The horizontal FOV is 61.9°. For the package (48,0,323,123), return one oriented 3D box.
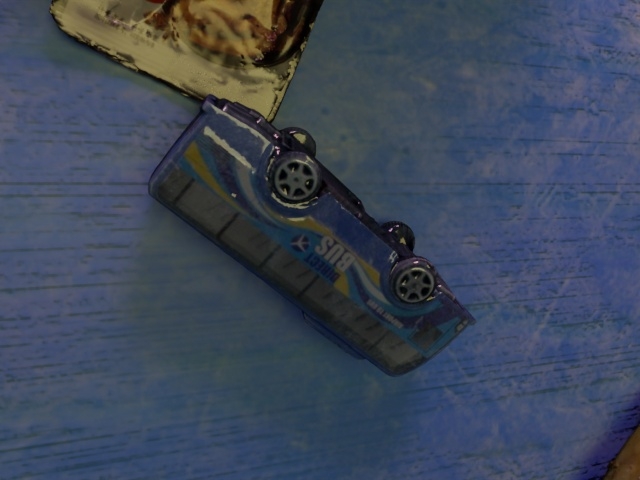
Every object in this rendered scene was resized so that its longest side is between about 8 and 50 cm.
[{"bbox_3d":[-0.058,-0.213,0.358,0.154,0.030,0.239,23,87,-18],"label":"package"}]

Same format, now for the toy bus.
[{"bbox_3d":[-0.002,0.000,0.373,0.236,0.079,0.094,40,105,-19],"label":"toy bus"}]

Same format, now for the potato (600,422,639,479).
[{"bbox_3d":[0.333,0.229,0.507,0.117,0.090,0.225,38,75,-12],"label":"potato"}]
